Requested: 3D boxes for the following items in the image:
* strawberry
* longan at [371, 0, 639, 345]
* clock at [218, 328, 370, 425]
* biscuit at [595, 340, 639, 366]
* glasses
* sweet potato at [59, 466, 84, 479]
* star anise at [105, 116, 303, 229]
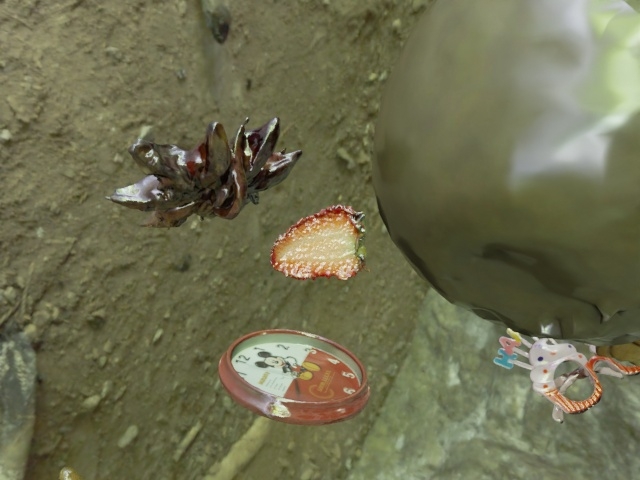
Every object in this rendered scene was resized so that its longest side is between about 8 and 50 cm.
[{"bbox_3d":[0.003,-0.002,1.259,0.087,0.208,0.167,-60,151,-68],"label":"strawberry"},{"bbox_3d":[0.259,-0.090,0.613,0.404,0.404,0.435,-47,162,-50],"label":"longan"},{"bbox_3d":[-0.053,0.285,1.249,0.318,0.319,0.080,-28,133,-63],"label":"clock"},{"bbox_3d":[0.571,0.118,0.792,0.115,0.367,0.268,-85,-160,-55],"label":"biscuit"},{"bbox_3d":[0.388,0.167,0.927,0.256,0.162,0.095,-24,154,-20],"label":"glasses"},{"bbox_3d":[-0.334,0.469,0.933,0.269,0.075,0.075,58,38,-10],"label":"sweet potato"},{"bbox_3d":[-0.136,-0.063,0.786,0.102,0.272,0.272,67,10,19],"label":"star anise"}]
